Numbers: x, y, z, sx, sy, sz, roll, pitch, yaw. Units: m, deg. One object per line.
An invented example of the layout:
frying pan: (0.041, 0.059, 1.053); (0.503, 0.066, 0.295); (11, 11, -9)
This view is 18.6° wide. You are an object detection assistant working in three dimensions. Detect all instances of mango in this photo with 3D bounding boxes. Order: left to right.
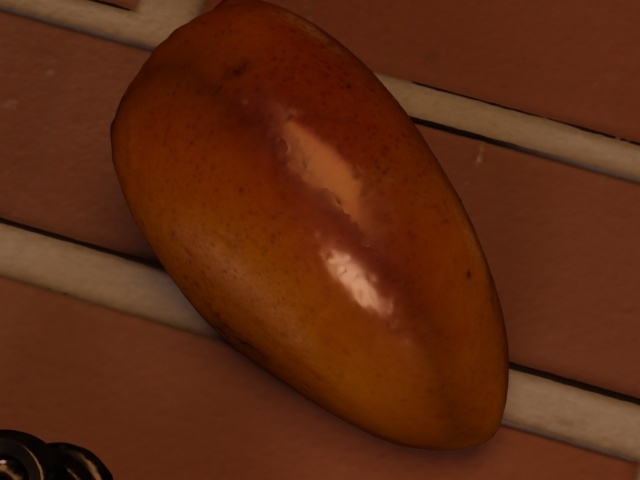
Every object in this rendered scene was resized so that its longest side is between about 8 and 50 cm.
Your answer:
mango: (0.000, 0.000, 1.323); (0.201, 0.199, 0.350); (-39, 78, 5)

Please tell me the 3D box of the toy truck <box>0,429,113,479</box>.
toy truck: (-0.152, 0.223, 1.189); (0.224, 0.147, 0.165); (30, 86, 14)
